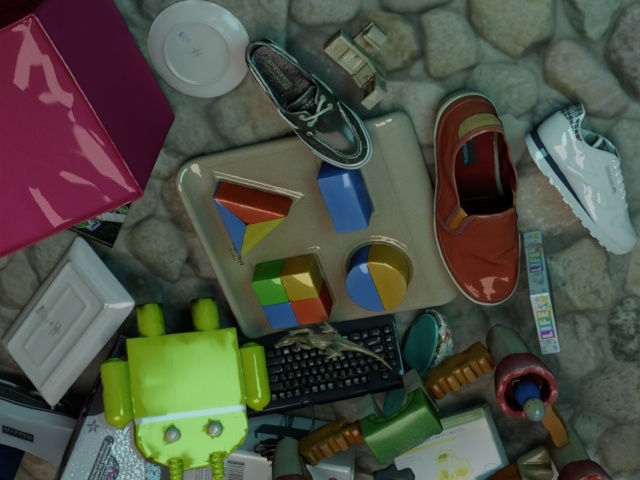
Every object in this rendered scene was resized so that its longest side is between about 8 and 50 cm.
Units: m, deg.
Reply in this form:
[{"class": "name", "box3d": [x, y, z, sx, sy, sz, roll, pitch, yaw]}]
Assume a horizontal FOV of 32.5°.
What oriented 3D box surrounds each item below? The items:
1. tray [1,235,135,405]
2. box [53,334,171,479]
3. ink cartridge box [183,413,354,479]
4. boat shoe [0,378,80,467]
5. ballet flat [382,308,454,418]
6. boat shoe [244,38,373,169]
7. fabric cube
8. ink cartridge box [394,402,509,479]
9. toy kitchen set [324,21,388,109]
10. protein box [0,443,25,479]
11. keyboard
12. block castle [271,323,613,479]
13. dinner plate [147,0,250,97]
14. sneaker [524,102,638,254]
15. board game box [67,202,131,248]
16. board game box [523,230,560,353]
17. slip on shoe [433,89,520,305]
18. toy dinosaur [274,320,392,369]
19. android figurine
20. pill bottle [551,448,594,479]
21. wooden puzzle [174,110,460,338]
[{"class": "tray", "box3d": [-0.402, 0.131, 1.695, 0.145, 0.030, 0.270, 49, 120, 12]}, {"class": "box", "box3d": [-0.289, 0.293, 1.683, 0.163, 0.247, 0.142, 24, 161, -10]}, {"class": "ink cartridge box", "box3d": [-0.086, 0.394, 1.825, 0.272, 0.114, 0.197, 9, 123, 1]}, {"class": "boat shoe", "box3d": [-0.447, 0.297, 1.807, 0.306, 0.105, 0.113, 14, 128, 4]}, {"class": "ballet flat", "box3d": [0.162, 0.194, 1.700, 0.077, 0.091, 0.241, -6, 135, -29]}, {"class": "boat shoe", "box3d": [-0.018, -0.174, 1.431, 0.219, 0.070, 0.078, 43, 95, -4]}, {"class": "fabric cube", "box3d": [-0.366, -0.164, 1.381, 0.259, 0.258, 0.254, -21, 116, 13]}, {"class": "ink cartridge box", "box3d": [0.226, 0.397, 1.768, 0.171, 0.056, 0.235, -20, 87, 17]}, {"class": "toy kitchen set", "box3d": [0.057, -0.233, 1.419, 0.083, 0.075, 0.068, 38, 118, -23]}, {"class": "protein box", "box3d": [-0.656, 0.384, 1.865, 0.201, 0.136, 0.200, -33, 115, 24]}, {"class": "keyboard", "box3d": [-0.020, 0.237, 1.702, 0.317, 0.033, 0.202, -13, 84, 14]}, {"class": "block castle", "box3d": [0.171, 0.361, 1.587, 0.453, 0.213, 0.303, -29, 113, 8]}, {"class": "dinner plate", "box3d": [-0.163, -0.252, 1.466, 0.141, 0.017, 0.141, 3, 122, 5]}, {"class": "sneaker", "box3d": [0.375, -0.078, 1.487, 0.094, 0.090, 0.235, -36, 115, 15]}, {"class": "board game box", "box3d": [-0.398, -0.094, 1.588, 0.259, 0.030, 0.136, 24, 125, -10]}, {"class": "board game box", "box3d": [0.311, 0.071, 1.546, 0.026, 0.154, 0.103, -10, 121, 13]}, {"class": "slip on shoe", "box3d": [0.219, -0.041, 1.503, 0.123, 0.101, 0.331, -14, 122, -6]}, {"class": "toy dinosaur", "box3d": [0.017, 0.151, 1.640, 0.183, 0.092, 0.053, 9, 84, 12]}, {"class": "android figurine", "box3d": [-0.198, 0.222, 1.623, 0.248, 0.273, 0.056, -3, 166, -16]}, {"class": "pill bottle", "box3d": [0.366, 0.400, 1.793, 0.094, 0.094, 0.169, 33, 121, -15]}, {"class": "wooden puzzle", "box3d": [0.000, 0.000, 1.576, 0.347, 0.080, 0.322, -13, 121, 14]}]
